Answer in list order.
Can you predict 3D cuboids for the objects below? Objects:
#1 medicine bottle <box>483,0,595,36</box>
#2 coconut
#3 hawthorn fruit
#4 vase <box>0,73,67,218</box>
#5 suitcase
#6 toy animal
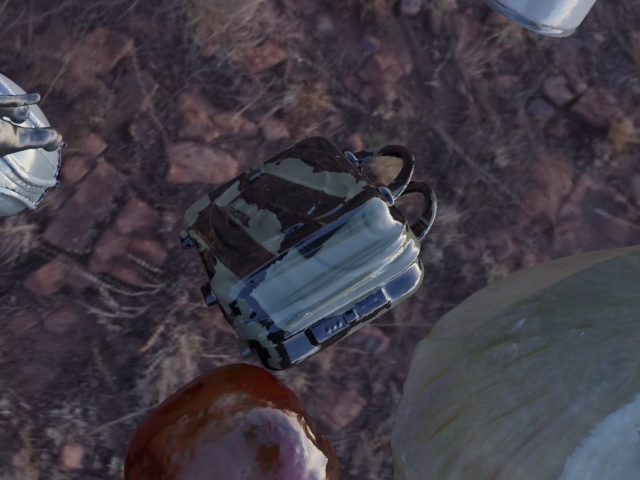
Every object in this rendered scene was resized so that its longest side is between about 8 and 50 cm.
[{"bbox_3d":[0.236,-0.315,0.920,0.143,0.258,0.143,20,35,-15],"label":"medicine bottle"},{"bbox_3d":[0.239,0.173,0.721,0.415,0.415,0.345,36,33,-19],"label":"coconut"},{"bbox_3d":[-0.133,0.302,1.314,0.300,0.254,0.254,-35,100,-4],"label":"hawthorn fruit"},{"bbox_3d":[-0.616,-0.215,1.695,0.445,0.250,0.250,50,58,-55],"label":"vase"},{"bbox_3d":[0.000,0.000,1.460,0.339,0.351,0.194,-31,117,-3],"label":"suitcase"},{"bbox_3d":[-0.364,-0.063,0.996,0.082,0.269,0.137,63,19,16],"label":"toy animal"}]
